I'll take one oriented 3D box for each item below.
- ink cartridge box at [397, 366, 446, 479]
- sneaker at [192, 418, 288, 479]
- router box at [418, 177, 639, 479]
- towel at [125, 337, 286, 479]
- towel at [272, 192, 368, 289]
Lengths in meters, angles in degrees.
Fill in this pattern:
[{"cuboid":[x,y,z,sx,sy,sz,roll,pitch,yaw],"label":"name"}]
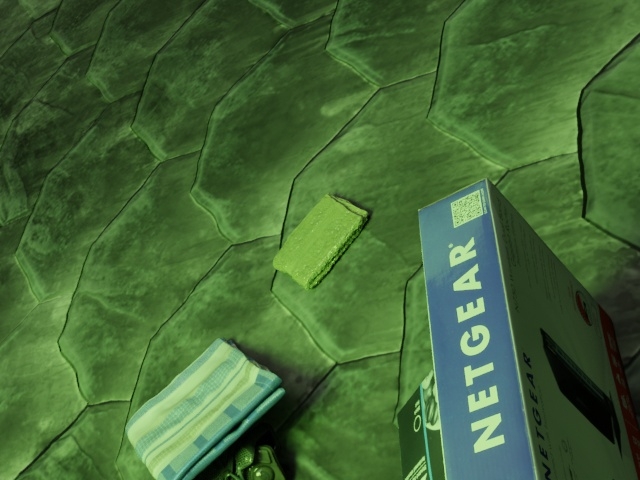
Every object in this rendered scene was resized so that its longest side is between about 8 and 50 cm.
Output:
[{"cuboid":[0.149,0.228,1.113,0.206,0.045,0.208,120,155,-43],"label":"ink cartridge box"},{"cuboid":[-0.130,0.321,1.321,0.130,0.087,0.227,2,44,46],"label":"sneaker"},{"cuboid":[0.218,0.156,0.984,0.082,0.301,0.335,-26,44,26],"label":"router box"},{"cuboid":[-0.166,0.229,1.396,0.209,0.034,0.285,-42,18,-12],"label":"towel"},{"cuboid":[0.000,0.000,1.534,0.148,0.027,0.110,-51,40,-6],"label":"towel"}]
